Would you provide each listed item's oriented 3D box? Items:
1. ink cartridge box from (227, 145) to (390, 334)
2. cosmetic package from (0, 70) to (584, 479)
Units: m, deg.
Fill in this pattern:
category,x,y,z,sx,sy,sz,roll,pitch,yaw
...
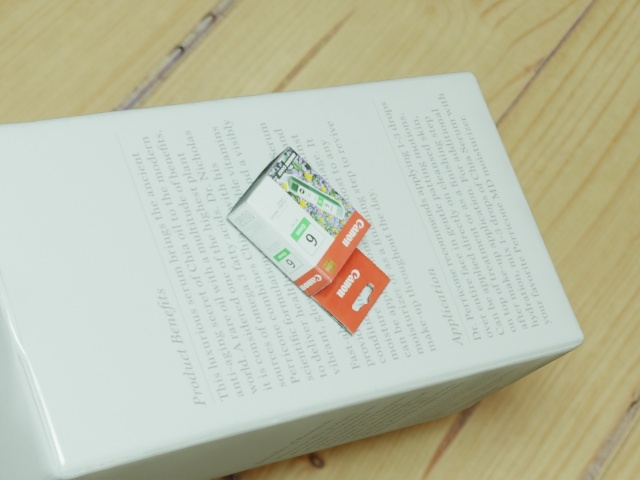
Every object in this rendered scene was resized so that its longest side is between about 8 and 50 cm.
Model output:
category,x,y,z,sx,sy,sz,roll,pitch,yaw
ink cartridge box,0.000,0.000,1.298,0.115,0.029,0.063,44,48,-8
cosmetic package,-0.058,0.035,1.365,0.453,0.161,0.230,-9,72,-39
